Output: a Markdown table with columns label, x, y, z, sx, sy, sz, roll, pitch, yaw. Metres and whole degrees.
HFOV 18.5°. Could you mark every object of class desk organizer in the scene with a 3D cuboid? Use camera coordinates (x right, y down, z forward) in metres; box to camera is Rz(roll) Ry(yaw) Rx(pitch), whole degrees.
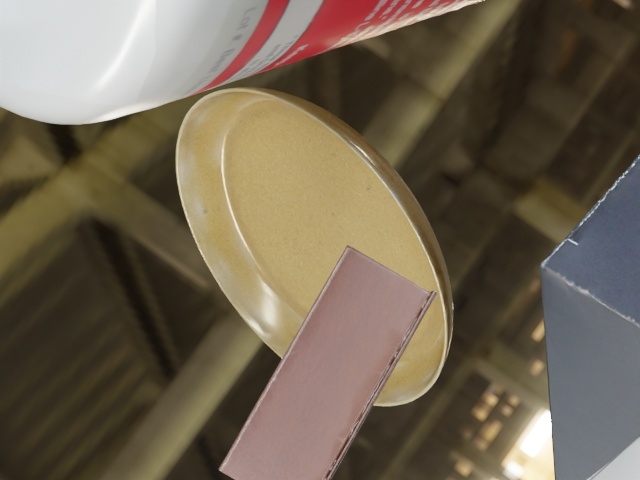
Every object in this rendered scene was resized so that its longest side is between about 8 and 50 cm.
| label | x | y | z | sx | sy | sz | roll | pitch | yaw |
| --- | --- | --- | --- | --- | --- | --- | --- | --- | --- |
| desk organizer | 0.003 | 0.070 | 0.976 | 0.130 | 0.050 | 0.047 | -60 | -1 | -2 |

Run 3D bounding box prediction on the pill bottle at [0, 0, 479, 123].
| label | x | y | z | sx | sy | sz | roll | pitch | yaw |
| --- | --- | --- | --- | --- | --- | --- | --- | --- | --- |
| pill bottle | 0.013 | -0.207 | 0.874 | 0.407 | 0.229 | 0.229 | -22 | -30 | -41 |

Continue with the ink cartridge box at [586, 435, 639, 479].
| label | x | y | z | sx | sy | sz | roll | pitch | yaw |
| --- | --- | --- | --- | --- | --- | --- | --- | --- | --- |
| ink cartridge box | 0.227 | 0.284 | 0.709 | 0.166 | 0.395 | 0.285 | -46 | 18 | 37 |

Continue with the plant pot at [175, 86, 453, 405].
| label | x | y | z | sx | sy | sz | roll | pitch | yaw |
| --- | --- | --- | --- | --- | --- | --- | --- | --- | --- |
| plant pot | 0.000 | 0.000 | 1.267 | 0.032 | 0.236 | 0.236 | -37 | -18 | -32 |

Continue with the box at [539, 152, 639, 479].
| label | x | y | z | sx | sy | sz | roll | pitch | yaw |
| --- | --- | --- | --- | --- | --- | --- | --- | --- | --- |
| box | 0.306 | 0.035 | 1.261 | 0.312 | 0.179 | 0.343 | -47 | -26 | -18 |
